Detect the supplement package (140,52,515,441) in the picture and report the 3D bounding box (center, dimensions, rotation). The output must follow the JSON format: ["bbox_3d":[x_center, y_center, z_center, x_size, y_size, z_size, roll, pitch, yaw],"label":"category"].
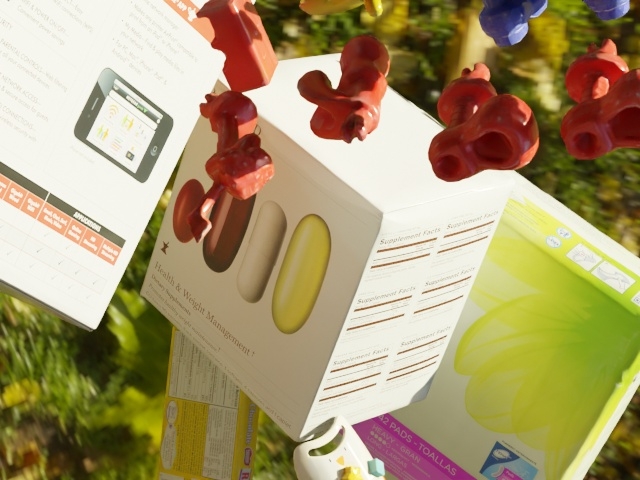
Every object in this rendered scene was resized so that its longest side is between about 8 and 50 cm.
[{"bbox_3d":[0.000,0.000,1.304,0.149,0.194,0.203,-14,133,-45],"label":"supplement package"}]

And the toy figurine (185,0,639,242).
[{"bbox_3d":[0.076,-0.165,0.611,0.362,0.191,0.217,-12,120,24],"label":"toy figurine"}]

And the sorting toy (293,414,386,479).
[{"bbox_3d":[0.013,0.169,1.262,0.083,0.045,0.075,-35,105,-34],"label":"sorting toy"}]

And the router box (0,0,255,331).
[{"bbox_3d":[-0.172,-0.138,0.980,0.301,0.082,0.335,-65,151,-8],"label":"router box"}]

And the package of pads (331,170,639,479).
[{"bbox_3d":[0.142,0.100,1.472,0.229,0.101,0.297,37,122,18],"label":"package of pads"}]

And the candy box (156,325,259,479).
[{"bbox_3d":[-0.099,0.181,1.540,0.027,0.105,0.206,7,89,-47],"label":"candy box"}]
